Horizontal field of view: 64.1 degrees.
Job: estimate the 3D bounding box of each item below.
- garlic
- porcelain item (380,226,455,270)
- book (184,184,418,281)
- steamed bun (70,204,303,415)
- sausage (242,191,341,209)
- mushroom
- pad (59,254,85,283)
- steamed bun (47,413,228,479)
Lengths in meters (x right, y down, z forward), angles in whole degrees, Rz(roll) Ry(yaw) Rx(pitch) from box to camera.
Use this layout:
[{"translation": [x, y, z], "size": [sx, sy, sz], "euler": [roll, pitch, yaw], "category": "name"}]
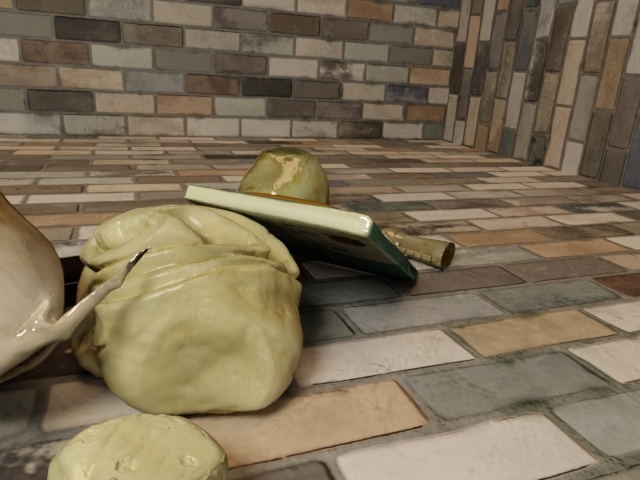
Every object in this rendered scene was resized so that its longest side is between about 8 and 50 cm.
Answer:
[{"translation": [-0.360, 0.061, 0.526], "size": [0.340, 0.231, 0.246], "euler": [29, 54, 21], "category": "garlic"}, {"translation": [0.161, 0.005, 1.046], "size": [0.213, 0.054, 0.084], "euler": [16, 20, 31], "category": "porcelain item"}, {"translation": [0.000, 0.000, 0.796], "size": [0.264, 0.031, 0.379], "euler": [12, -9, 22], "category": "book"}, {"translation": [-0.160, 0.050, 0.619], "size": [0.275, 0.203, 0.289], "euler": [1, 18, -7], "category": "steamed bun"}, {"translation": [-0.026, -0.029, 1.038], "size": [0.328, 0.112, 0.112], "euler": [11, 20, 11], "category": "sausage"}, {"translation": [-0.080, -0.142, 1.268], "size": [0.267, 0.164, 0.189], "euler": [-13, 24, -41], "category": "mushroom"}, {"translation": [-0.315, 0.036, 0.790], "size": [0.266, 0.002, 0.176], "euler": [-9, -12, -35], "category": "pad"}, {"translation": [-0.138, 0.188, 0.381], "size": [0.112, 0.091, 0.130], "euler": [24, 10, 23], "category": "steamed bun"}]
